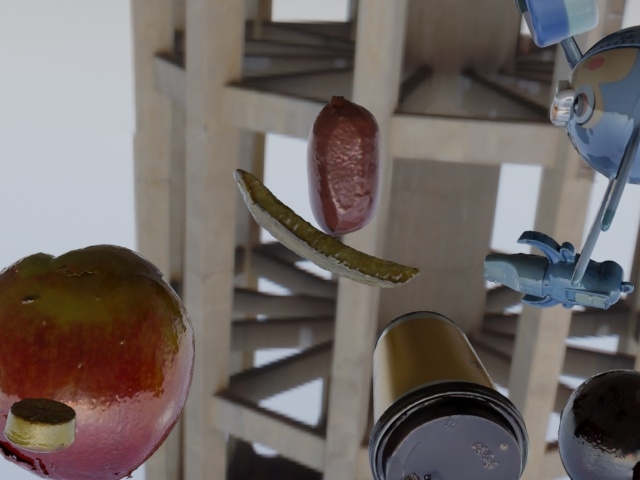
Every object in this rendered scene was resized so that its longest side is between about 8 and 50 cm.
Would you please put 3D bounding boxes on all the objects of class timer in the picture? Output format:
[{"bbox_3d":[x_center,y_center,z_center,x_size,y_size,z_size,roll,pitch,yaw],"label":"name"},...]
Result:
[{"bbox_3d":[0.285,-0.104,0.952,0.255,0.175,0.175,-39,-142,-18],"label":"timer"}]

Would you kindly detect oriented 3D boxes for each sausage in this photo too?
[{"bbox_3d":[0.044,-0.133,1.763,0.148,0.254,0.148,-4,-174,0],"label":"sausage"}]

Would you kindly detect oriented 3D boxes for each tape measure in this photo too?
[{"bbox_3d":[0.316,-0.313,1.320,0.098,0.351,0.215,-19,-148,13],"label":"tape measure"}]

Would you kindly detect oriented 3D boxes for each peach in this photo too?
[{"bbox_3d":[-0.366,0.190,1.486,0.370,0.369,0.370,3,-159,-1],"label":"peach"}]

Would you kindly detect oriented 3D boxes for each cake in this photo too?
[{"bbox_3d":[-0.331,0.220,1.159,0.084,0.044,0.084,14,-169,-3],"label":"cake"}]

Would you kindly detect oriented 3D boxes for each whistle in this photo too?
[{"bbox_3d":[0.426,0.065,1.762,0.269,0.180,0.093,12,-130,24],"label":"whistle"}]

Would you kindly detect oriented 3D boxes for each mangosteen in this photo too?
[{"bbox_3d":[0.439,0.283,1.392,0.210,0.209,0.210,3,-159,-1],"label":"mangosteen"}]

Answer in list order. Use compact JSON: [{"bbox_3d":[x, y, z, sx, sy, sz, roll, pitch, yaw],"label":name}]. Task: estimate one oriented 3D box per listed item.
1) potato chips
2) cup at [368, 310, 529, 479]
[{"bbox_3d":[0.000,0.000,1.739,0.407,0.080,0.057,30,162,-24],"label":"potato chips"},{"bbox_3d":[0.149,0.214,1.253,0.197,0.196,0.279,2,-155,-4],"label":"cup"}]
